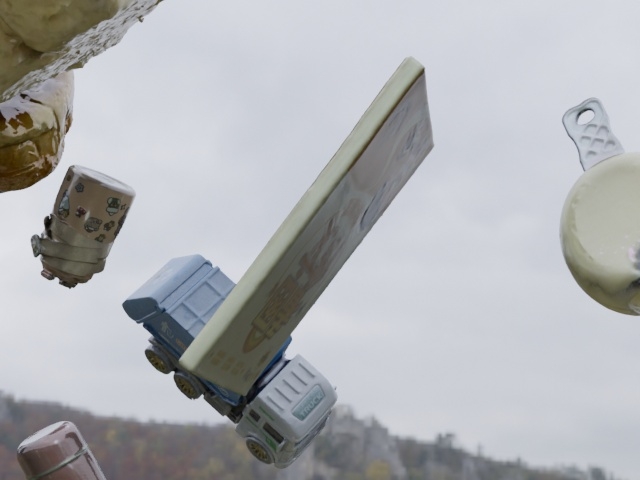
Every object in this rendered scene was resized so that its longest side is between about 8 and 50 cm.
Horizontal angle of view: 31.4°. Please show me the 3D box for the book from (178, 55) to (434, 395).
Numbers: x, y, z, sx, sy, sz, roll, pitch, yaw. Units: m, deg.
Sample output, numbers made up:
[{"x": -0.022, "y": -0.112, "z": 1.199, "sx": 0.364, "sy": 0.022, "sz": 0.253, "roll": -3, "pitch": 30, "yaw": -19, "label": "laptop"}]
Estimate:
[{"x": 0.000, "y": 0.000, "z": 0.954, "sx": 0.020, "sy": 0.295, "sz": 0.208, "roll": 36, "pitch": -5, "yaw": 13, "label": "book"}]

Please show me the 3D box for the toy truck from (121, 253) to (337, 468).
[{"x": -0.141, "y": 0.182, "z": 1.781, "sx": 0.367, "sy": 0.146, "sz": 0.175, "roll": 41, "pitch": -30, "yaw": 6, "label": "toy truck"}]

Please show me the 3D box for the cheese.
[{"x": 0.303, "y": -0.040, "z": 1.215, "sx": 0.163, "sy": 0.249, "sz": 0.071, "roll": -45, "pitch": -43, "yaw": 7, "label": "cheese"}]

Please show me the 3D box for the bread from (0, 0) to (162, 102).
[{"x": -0.313, "y": -0.377, "z": 1.202, "sx": 0.279, "sy": 0.371, "sz": 0.390, "roll": -32, "pitch": 11, "yaw": 27, "label": "bread"}]

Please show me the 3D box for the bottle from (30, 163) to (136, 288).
[{"x": -0.299, "y": -0.010, "z": 1.410, "sx": 0.099, "sy": 0.152, "sz": 0.099, "roll": 26, "pitch": 6, "yaw": -3, "label": "bottle"}]

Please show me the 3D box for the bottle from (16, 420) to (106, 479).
[{"x": -0.185, "y": 0.211, "z": 0.887, "sx": 0.053, "sy": 0.140, "sz": 0.053, "roll": -26, "pitch": 5, "yaw": 3, "label": "bottle"}]

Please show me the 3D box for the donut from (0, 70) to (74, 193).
[{"x": -0.477, "y": -0.163, "z": 1.520, "sx": 0.330, "sy": 0.330, "sz": 0.160, "roll": 2, "pitch": -58, "yaw": 4, "label": "donut"}]
